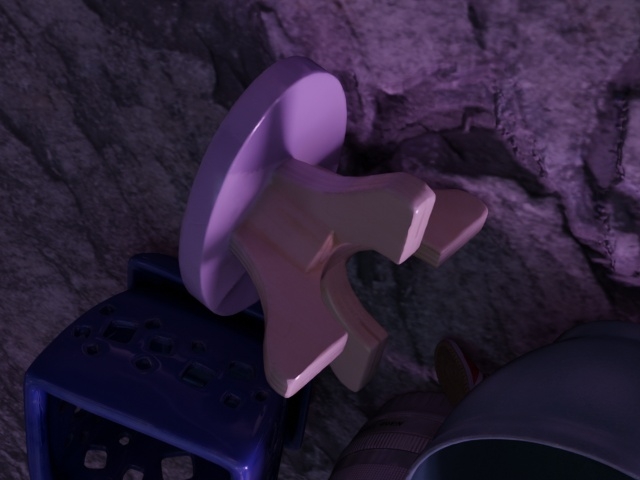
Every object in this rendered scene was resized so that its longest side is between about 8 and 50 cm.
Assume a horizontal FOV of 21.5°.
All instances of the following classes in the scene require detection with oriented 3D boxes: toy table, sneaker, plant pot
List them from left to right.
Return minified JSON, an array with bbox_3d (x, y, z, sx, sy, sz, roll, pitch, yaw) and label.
[{"bbox_3d":[-0.134,0.163,1.639,0.236,0.212,0.236,22,142,13],"label":"plant pot"},{"bbox_3d":[0.000,0.000,1.361,0.161,0.252,0.274,38,157,19],"label":"toy table"},{"bbox_3d":[0.155,0.138,1.558,0.042,0.067,0.118,-40,74,54],"label":"sneaker"},{"bbox_3d":[0.240,0.193,1.423,0.293,0.196,0.293,19,140,16],"label":"plant pot"}]

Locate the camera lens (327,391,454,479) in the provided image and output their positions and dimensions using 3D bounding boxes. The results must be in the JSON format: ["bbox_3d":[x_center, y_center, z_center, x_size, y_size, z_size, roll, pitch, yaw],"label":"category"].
[{"bbox_3d":[0.085,0.308,1.596,0.219,0.274,0.219,20,141,17],"label":"camera lens"}]
